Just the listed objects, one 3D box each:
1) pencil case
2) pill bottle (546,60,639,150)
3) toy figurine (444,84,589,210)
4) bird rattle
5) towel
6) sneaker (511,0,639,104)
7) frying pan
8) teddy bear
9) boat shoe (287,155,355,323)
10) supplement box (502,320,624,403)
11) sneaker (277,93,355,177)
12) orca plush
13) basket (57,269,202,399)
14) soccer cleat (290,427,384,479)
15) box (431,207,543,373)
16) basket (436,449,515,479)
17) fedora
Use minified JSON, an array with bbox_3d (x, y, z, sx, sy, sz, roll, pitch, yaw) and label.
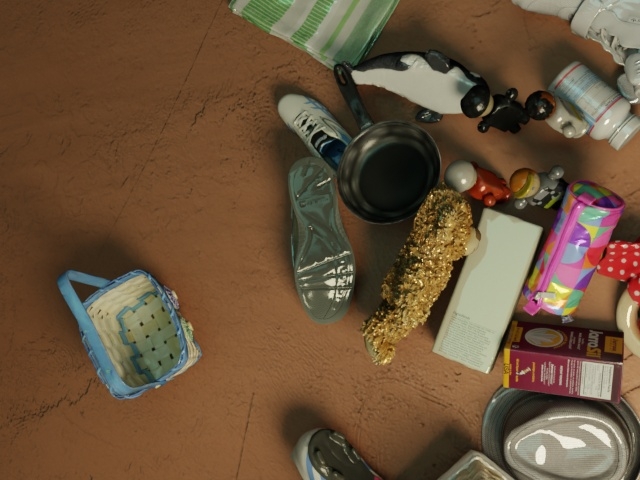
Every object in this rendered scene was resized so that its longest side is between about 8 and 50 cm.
[{"bbox_3d":[0.418,0.019,1.281,0.104,0.104,0.236,25,121,20],"label":"pencil case"},{"bbox_3d":[0.479,-0.233,1.341,0.087,0.087,0.160,-47,73,9],"label":"pill bottle"},{"bbox_3d":[0.331,-0.159,1.315,0.209,0.148,0.213,17,92,53],"label":"toy figurine"},{"bbox_3d":[0.569,0.109,1.261,0.253,0.143,0.207,22,108,23],"label":"bird rattle"},{"bbox_3d":[-0.007,-0.506,1.565,0.325,0.038,0.248,32,95,19],"label":"towel"},{"bbox_3d":[0.500,-0.357,1.318,0.366,0.137,0.210,10,85,17],"label":"sneaker"},{"bbox_3d":[0.083,-0.162,1.420,0.197,0.053,0.326,-49,63,5],"label":"frying pan"},{"bbox_3d":[0.177,0.070,1.338,0.113,0.245,0.338,30,97,12],"label":"teddy bear"},{"bbox_3d":[-0.003,-0.001,1.484,0.118,0.103,0.320,-11,93,0],"label":"boat shoe"},{"bbox_3d":[0.411,0.202,1.300,0.188,0.104,0.081,4,115,21],"label":"supplement box"},{"bbox_3d":[-0.002,-0.210,1.509,0.085,0.086,0.237,-47,71,11],"label":"sneaker"},{"bbox_3d":[0.190,-0.311,1.470,0.287,0.102,0.151,4,131,29],"label":"orca plush"},{"bbox_3d":[-0.372,0.176,1.490,0.201,0.289,0.255,-34,76,13],"label":"basket"},{"bbox_3d":[0.072,0.482,1.413,0.331,0.116,0.143,52,146,1],"label":"soccer cleat"},{"bbox_3d":[0.300,0.089,1.368,0.113,0.094,0.275,22,92,19],"label":"box"},{"bbox_3d":[0.265,0.583,1.196,0.331,0.266,0.328,41,98,-5],"label":"basket"},{"bbox_3d":[0.401,0.346,1.291,0.275,0.124,0.243,4,85,19],"label":"fedora"}]
